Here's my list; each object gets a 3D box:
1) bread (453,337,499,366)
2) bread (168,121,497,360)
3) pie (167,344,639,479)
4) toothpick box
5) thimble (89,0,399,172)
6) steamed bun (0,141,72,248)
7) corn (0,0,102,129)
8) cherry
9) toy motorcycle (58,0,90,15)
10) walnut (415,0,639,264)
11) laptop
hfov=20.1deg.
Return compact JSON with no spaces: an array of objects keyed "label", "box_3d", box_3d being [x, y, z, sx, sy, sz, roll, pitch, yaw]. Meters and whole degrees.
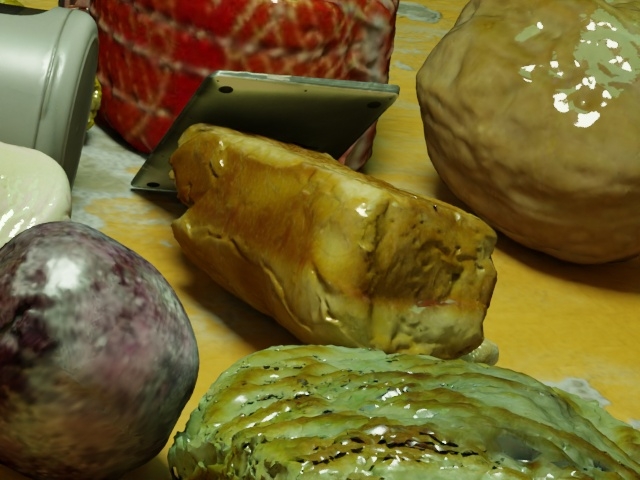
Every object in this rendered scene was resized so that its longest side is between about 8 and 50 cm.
[{"label":"bread","box_3d":[0.112,0.104,1.599,0.070,0.035,0.083,25,32,24]},{"label":"bread","box_3d":[0.001,0.006,1.578,0.195,0.149,0.344,14,7,-34]},{"label":"pie","box_3d":[0.092,0.178,1.256,0.395,0.180,0.418,9,17,-7]},{"label":"toothpick box","box_3d":[-0.376,-0.123,1.643,0.316,0.229,0.229,11,24,-3]},{"label":"thimble","box_3d":[-0.085,-0.220,1.970,0.350,0.230,0.350,10,25,-5]},{"label":"steamed bun","box_3d":[-0.316,0.013,1.419,0.239,0.170,0.152,7,48,-11]},{"label":"corn","box_3d":[-0.368,-0.218,1.950,0.363,0.120,0.120,34,31,32]},{"label":"cherry","box_3d":[-0.178,0.083,1.301,0.195,0.195,0.195,12,24,-5]},{"label":"toy motorcycle","box_3d":[-0.269,-0.262,2.092,0.084,0.118,0.212,8,23,9]},{"label":"walnut","box_3d":[0.260,-0.135,1.907,0.344,0.306,0.306,24,25,38]},{"label":"laptop","box_3d":[-0.059,-0.096,1.737,0.188,0.269,0.015,4,68,-22]}]
